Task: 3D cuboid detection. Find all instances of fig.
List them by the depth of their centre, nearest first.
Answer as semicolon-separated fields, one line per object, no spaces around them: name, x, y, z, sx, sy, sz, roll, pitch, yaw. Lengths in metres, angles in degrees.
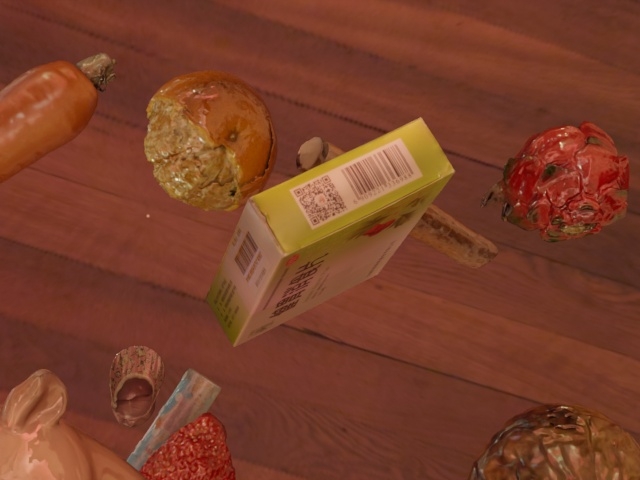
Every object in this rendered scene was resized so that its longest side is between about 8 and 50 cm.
fig;0.349;0.370;1.643;0.286;0.368;0.286;0;91;-8

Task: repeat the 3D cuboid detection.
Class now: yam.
yam;0.087;-0.034;1.330;0.264;0.046;0.046;29;87;-28

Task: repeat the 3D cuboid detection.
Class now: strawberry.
strawberry;-0.137;0.269;1.330;0.131;0.131;0.148;43;74;-7

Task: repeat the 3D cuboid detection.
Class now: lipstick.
lipstick;-0.175;0.223;1.423;0.048;0.048;0.158;34;84;-7

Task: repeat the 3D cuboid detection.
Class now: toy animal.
toy animal;-0.249;0.273;1.114;0.256;0.195;0.213;45;43;-31

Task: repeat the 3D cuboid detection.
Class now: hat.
hat;-0.196;0.157;1.333;0.058;0.042;0.087;5;83;0

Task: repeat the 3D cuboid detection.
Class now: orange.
orange;-0.122;-0.106;1.347;0.156;0.134;0.157;1;87;-24

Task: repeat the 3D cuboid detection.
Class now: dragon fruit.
dragon fruit;0.239;-0.054;1.208;0.130;0.142;0.121;40;81;-22

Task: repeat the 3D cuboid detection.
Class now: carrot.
carrot;-0.303;-0.052;1.025;0.336;0.069;0.069;-39;96;-12

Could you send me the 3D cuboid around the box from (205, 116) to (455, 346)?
box;0.001;0.000;1.132;0.175;0.260;0.062;-26;78;-21
